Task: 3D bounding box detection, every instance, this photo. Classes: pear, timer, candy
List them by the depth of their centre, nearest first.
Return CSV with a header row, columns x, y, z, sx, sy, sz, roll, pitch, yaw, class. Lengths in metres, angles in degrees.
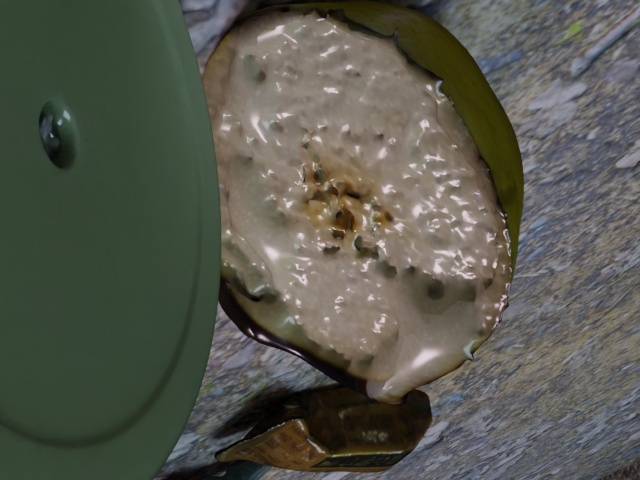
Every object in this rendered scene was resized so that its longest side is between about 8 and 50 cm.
x,y,z,sx,sy,sz,roll,pitch,yaw,class
-0.237,-0.016,0.429,0.316,0.290,0.291,-9,160,17,timer
0.054,-0.042,0.687,0.178,0.267,0.267,-30,162,-41,pear
0.013,0.232,1.292,0.271,0.101,0.143,2,148,-37,candy

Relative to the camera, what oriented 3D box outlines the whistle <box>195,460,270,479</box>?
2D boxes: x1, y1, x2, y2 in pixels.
x,y,z,sx,sy,sz,roll,pitch,yaw,class
-0.152,0.337,1.346,0.223,0.123,0.123,-38,163,-30,whistle
